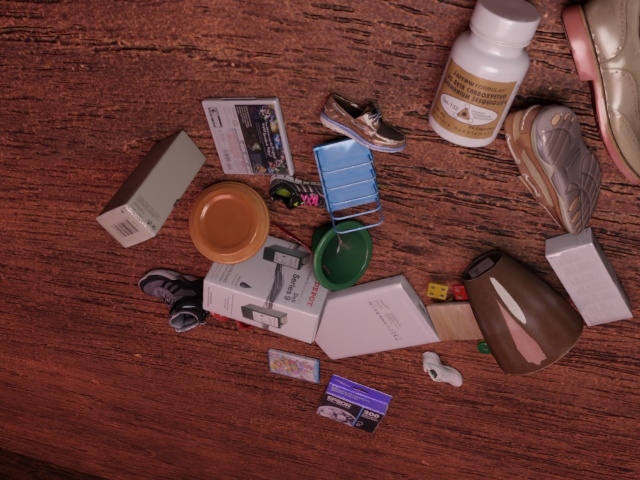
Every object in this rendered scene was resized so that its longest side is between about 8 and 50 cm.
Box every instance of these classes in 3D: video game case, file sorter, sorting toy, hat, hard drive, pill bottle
[{"bbox_3d":[-0.156,-0.227,1.286,0.173,0.022,0.190,4,133,18],"label":"video game case"},{"bbox_3d":[0.062,-0.114,1.226,0.118,0.104,0.170,-13,130,2],"label":"file sorter"},{"bbox_3d":[0.349,0.185,1.472,0.132,0.046,0.274,-8,129,27],"label":"sorting toy"},{"bbox_3d":[0.000,0.000,1.429,0.183,0.173,0.208,30,156,47],"label":"hat"},{"bbox_3d":[0.121,0.219,1.592,0.353,0.047,0.233,-18,124,32],"label":"hard drive"},{"bbox_3d":[-0.084,0.402,1.869,0.166,0.015,0.119,11,135,11],"label":"video game case"},{"bbox_3d":[0.276,-0.285,0.987,0.131,0.131,0.229,18,136,4],"label":"pill bottle"}]

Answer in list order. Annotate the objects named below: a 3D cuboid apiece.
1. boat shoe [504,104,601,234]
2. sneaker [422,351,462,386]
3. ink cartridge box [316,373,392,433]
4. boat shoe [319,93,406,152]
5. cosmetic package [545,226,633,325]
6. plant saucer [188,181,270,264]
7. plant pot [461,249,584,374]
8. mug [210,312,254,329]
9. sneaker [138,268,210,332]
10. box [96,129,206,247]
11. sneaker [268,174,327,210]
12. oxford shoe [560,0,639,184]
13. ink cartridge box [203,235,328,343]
[{"bbox_3d":[0.437,-0.135,1.100,0.116,0.123,0.324,26,159,48],"label":"boat shoe"},{"bbox_3d":[0.342,0.379,1.653,0.152,0.061,0.053,37,132,-17],"label":"sneaker"},{"bbox_3d":[0.108,0.538,1.907,0.206,0.045,0.208,20,135,3],"label":"ink cartridge box"},{"bbox_3d":[0.089,-0.233,1.154,0.183,0.066,0.066,21,135,1],"label":"boat shoe"},{"bbox_3d":[0.586,0.083,1.273,0.099,0.060,0.239,-21,122,33],"label":"cosmetic package"},{"bbox_3d":[-0.219,-0.043,1.380,0.200,0.200,0.037,14,178,8],"label":"plant saucer"},{"bbox_3d":[0.427,0.143,1.309,0.215,0.215,0.230,-32,102,40],"label":"plant pot"},{"bbox_3d":[-0.208,0.157,1.619,0.169,0.113,0.150,-26,123,32],"label":"mug"},{"bbox_3d":[-0.425,0.174,1.679,0.268,0.153,0.101,8,134,14],"label":"sneaker"},{"bbox_3d":[-0.366,-0.118,1.288,0.113,0.275,0.094,-16,125,34],"label":"box"},{"bbox_3d":[-0.043,-0.098,1.328,0.170,0.075,0.063,17,136,4],"label":"sneaker"},{"bbox_3d":[0.508,-0.240,0.952,0.130,0.123,0.348,-20,124,28],"label":"oxford shoe"},{"bbox_3d":[-0.119,0.105,1.457,0.289,0.211,0.121,17,136,4],"label":"ink cartridge box"}]
